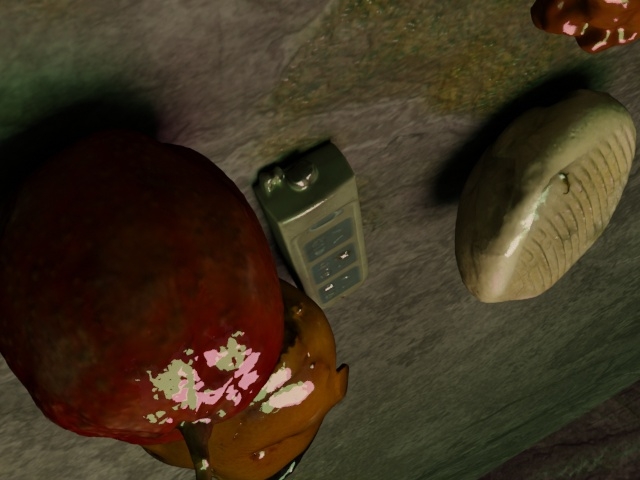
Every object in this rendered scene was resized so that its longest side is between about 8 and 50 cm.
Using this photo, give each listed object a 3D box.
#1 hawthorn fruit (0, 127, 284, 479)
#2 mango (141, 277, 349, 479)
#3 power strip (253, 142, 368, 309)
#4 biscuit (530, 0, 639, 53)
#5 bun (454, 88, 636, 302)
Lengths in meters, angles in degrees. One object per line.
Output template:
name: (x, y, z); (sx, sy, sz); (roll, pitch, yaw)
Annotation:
hawthorn fruit: (-0.114, 0.052, 0.879); (0.205, 0.253, 0.205); (-27, 160, -10)
mango: (-0.080, 0.141, 1.246); (0.201, 0.152, 0.287); (-22, 156, -34)
power strip: (-0.001, -0.002, 1.202); (0.080, 0.048, 0.286); (-30, 159, -6)
biscuit: (0.285, -0.290, 0.904); (0.318, 0.110, 0.312); (-30, 156, -9)
bun: (0.214, -0.048, 1.306); (0.237, 0.116, 0.210); (-52, 152, 7)
